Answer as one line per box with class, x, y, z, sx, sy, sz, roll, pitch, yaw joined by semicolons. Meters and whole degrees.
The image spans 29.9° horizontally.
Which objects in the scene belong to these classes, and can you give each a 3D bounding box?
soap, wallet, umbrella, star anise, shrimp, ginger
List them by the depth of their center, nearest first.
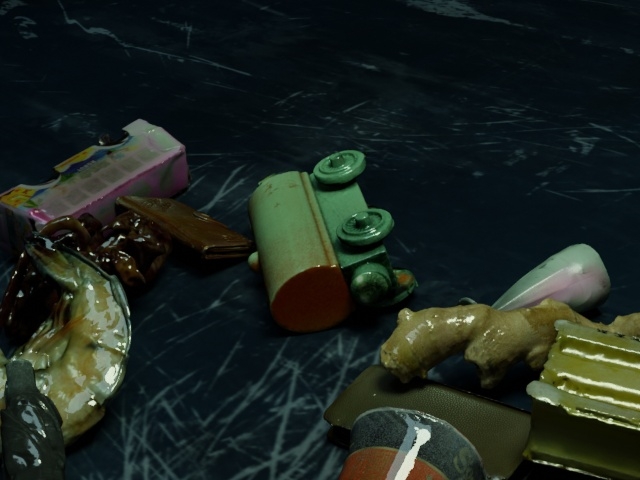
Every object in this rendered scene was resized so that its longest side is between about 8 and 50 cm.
soap;0.301;0.154;1.041;0.233;0.076;0.135;13;32;18
umbrella;-0.256;0.202;1.083;0.066;0.059;0.236;-8;43;-13
wallet;0.109;0.174;1.119;0.198;0.031;0.110;15;37;33
ginger;0.197;0.098;1.167;0.288;0.075;0.089;0;66;-14
shrimp;-0.337;0.078;1.252;0.233;0.071;0.365;-40;56;-13
star anise;-0.263;0.031;1.356;0.190;0.126;0.220;-4;26;6
wallet;-0.164;-0.020;1.482;0.176;0.026;0.095;27;18;40

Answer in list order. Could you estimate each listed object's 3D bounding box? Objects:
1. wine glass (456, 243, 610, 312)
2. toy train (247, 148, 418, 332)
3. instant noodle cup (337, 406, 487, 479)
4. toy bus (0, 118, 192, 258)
wine glass;0.223;0.064;1.252;0.155;0.073;0.073;-24;34;-23
toy train;0.000;0.000;1.384;0.177;0.116;0.285;-20;31;1
instant noodle cup;0.056;0.224;0.970;0.127;0.127;0.136;8;41;24
toy bus;-0.289;-0.063;1.559;0.112;0.090;0.274;21;39;29
